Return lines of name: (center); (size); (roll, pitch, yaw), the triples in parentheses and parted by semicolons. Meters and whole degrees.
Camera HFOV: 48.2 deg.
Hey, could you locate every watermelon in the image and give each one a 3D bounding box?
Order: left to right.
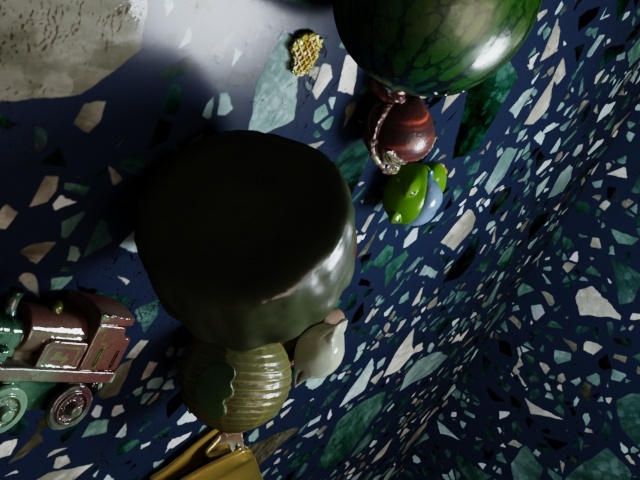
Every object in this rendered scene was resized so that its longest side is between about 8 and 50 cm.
watermelon: (0.186, -0.404, 1.143); (0.363, 0.363, 0.363); (-36, 150, -25)

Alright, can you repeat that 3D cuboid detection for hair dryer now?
hair dryer: (-0.015, 0.263, 1.984); (0.117, 0.064, 0.181); (-9, 140, -51)

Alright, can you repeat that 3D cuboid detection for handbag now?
handbag: (-0.315, 0.674, 1.981); (0.283, 0.133, 0.401); (-33, 148, -20)

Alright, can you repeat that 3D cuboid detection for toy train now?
toy train: (-0.457, 0.185, 1.147); (0.304, 0.150, 0.221); (19, 99, -60)

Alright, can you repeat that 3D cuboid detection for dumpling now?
dumpling: (0.001, 0.281, 1.857); (0.229, 0.124, 0.151); (-48, 179, 16)

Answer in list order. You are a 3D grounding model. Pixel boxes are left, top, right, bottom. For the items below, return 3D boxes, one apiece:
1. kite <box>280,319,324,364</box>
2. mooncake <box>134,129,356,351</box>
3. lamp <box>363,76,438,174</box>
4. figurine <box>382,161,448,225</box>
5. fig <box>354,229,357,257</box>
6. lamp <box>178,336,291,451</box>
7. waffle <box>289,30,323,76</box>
kite: (-0.123, 0.248, 1.802); (0.377, 0.013, 0.327); (-35, 143, -9)
mooncake: (-0.115, -0.004, 1.175); (0.356, 0.356, 0.194); (-39, 154, -20)
lamp: (0.182, -0.254, 1.517); (0.215, 0.151, 0.223); (-27, 144, -43)
figurine: (0.246, -0.125, 1.803); (0.162, 0.143, 0.263); (-59, 169, 33)
fig: (-0.038, -0.022, 1.420); (0.224, 0.224, 0.263); (-34, 127, -27)
lamp: (-0.185, 0.319, 1.560); (0.250, 0.250, 0.284); (-5, 101, -54)
waffle: (-0.028, -0.327, 1.259); (0.078, 0.016, 0.085); (-26, 145, -37)
